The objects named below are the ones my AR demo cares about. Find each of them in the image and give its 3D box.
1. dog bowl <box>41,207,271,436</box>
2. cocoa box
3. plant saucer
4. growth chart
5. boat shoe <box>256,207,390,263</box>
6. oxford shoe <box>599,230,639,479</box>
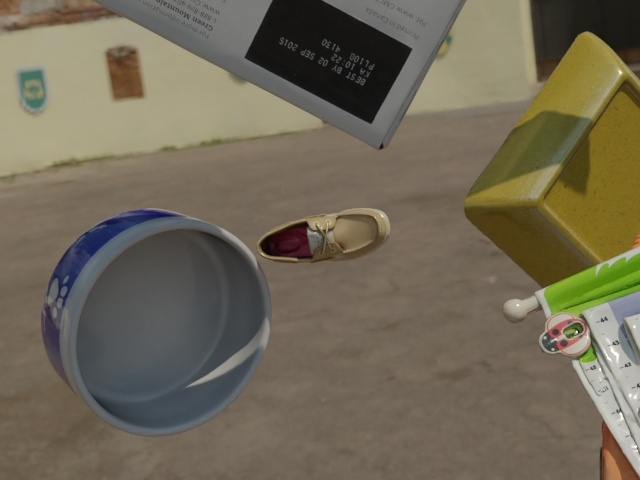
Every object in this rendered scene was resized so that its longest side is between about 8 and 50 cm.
[{"bbox_3d":[-0.196,0.096,1.151,0.265,0.264,0.104,-15,20,-32],"label":"dog bowl"},{"bbox_3d":[-0.045,-0.276,0.837,0.347,0.231,0.228,27,19,-7],"label":"cocoa box"},{"bbox_3d":[0.410,-0.069,1.318,0.332,0.333,0.081,-54,19,-12],"label":"plant saucer"},{"bbox_3d":[0.234,0.082,0.536,0.172,0.021,0.237,-29,48,-1],"label":"growth chart"},{"bbox_3d":[0.000,0.000,1.133,0.170,0.062,0.059,-14,-2,28],"label":"boat shoe"},{"bbox_3d":[0.284,0.086,0.669,0.133,0.129,0.363,-2,32,24],"label":"oxford shoe"}]
